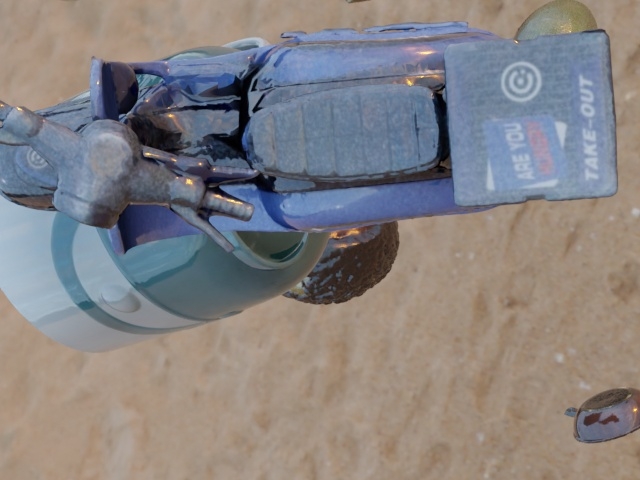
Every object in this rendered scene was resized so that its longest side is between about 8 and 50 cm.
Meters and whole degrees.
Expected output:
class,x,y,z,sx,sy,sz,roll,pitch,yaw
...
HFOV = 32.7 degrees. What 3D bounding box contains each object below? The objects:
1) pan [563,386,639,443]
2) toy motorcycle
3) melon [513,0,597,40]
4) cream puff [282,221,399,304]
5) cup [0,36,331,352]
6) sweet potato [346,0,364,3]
class,x,y,z,sx,sy,sz,roll,pitch,yaw
pan,0.219,0.133,0.866,0.023,0.068,0.115,65,165,-3
toy motorcycle,-0.031,-0.059,0.617,0.212,0.358,0.125,-52,-43,-83
melon,0.258,-0.208,1.206,0.099,0.099,0.162,-41,16,48
cream puff,0.000,0.000,1.623,0.239,0.239,0.165,-103,17,-51
cup,-0.120,-0.058,0.920,0.257,0.219,0.290,-17,38,35
sweet potato,0.194,-0.514,1.960,0.109,0.385,0.109,31,133,40
